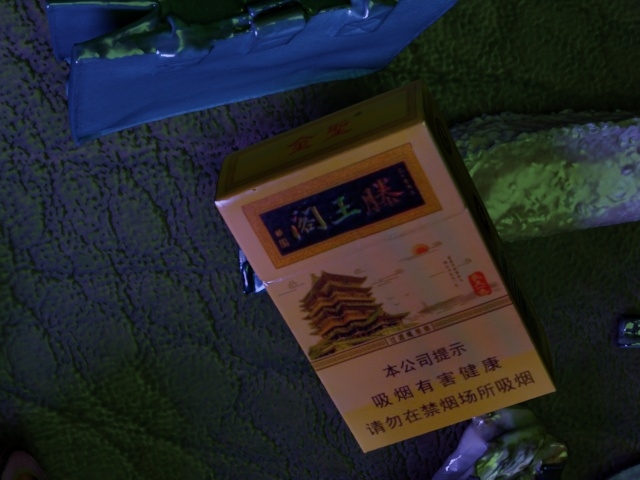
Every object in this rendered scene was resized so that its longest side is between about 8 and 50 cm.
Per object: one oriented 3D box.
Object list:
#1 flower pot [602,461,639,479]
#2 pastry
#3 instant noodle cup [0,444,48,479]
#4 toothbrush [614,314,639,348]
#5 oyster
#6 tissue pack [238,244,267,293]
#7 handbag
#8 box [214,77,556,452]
[{"bbox_3d":[0.349,0.353,1.227,0.290,0.259,0.290,-3,103,-12],"label":"flower pot"},{"bbox_3d":[0.215,-0.059,1.180,0.265,0.112,0.102,-2,115,1],"label":"pastry"},{"bbox_3d":[-0.325,0.302,1.105,0.255,0.244,0.244,-15,106,0],"label":"instant noodle cup"},{"bbox_3d":[0.407,0.085,1.293,0.297,0.030,0.030,1,93,-12],"label":"toothbrush"},{"bbox_3d":[0.079,0.279,1.219,0.198,0.133,0.337,34,92,-15],"label":"oyster"},{"bbox_3d":[0.000,0.000,1.189,0.138,0.028,0.085,-9,105,-13],"label":"tissue pack"},{"bbox_3d":[-0.058,-0.162,1.014,0.269,0.274,0.100,-14,87,-8],"label":"handbag"},{"bbox_3d":[0.056,0.027,1.129,0.174,0.076,0.274,-21,120,15],"label":"box"}]
